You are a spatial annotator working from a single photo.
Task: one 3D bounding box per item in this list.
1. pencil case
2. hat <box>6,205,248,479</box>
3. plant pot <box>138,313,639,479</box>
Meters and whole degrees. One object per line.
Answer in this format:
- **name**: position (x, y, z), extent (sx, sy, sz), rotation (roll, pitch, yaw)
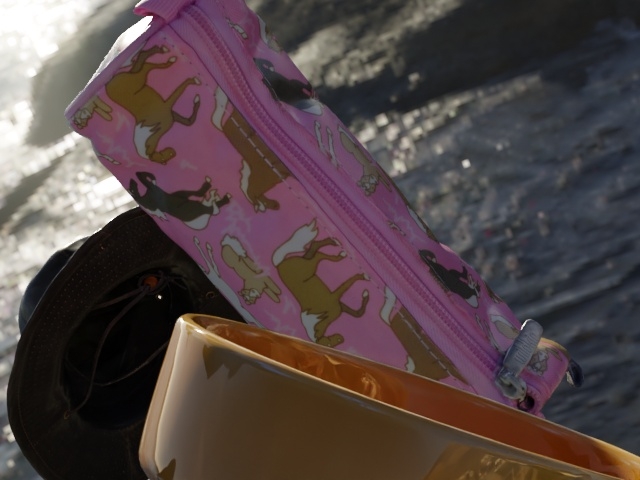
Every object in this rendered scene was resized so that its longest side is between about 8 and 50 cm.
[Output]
- **pencil case**: position (0.000, 0.000, 0.934), extent (0.167, 0.386, 0.160), rotation (-40, 3, 26)
- **hat**: position (-0.218, 0.094, 1.410), extent (0.134, 0.331, 0.331), rotation (25, 48, 34)
- **plant pot**: position (0.015, 0.147, 0.519), extent (0.205, 0.205, 0.188), rotation (18, 89, 60)
